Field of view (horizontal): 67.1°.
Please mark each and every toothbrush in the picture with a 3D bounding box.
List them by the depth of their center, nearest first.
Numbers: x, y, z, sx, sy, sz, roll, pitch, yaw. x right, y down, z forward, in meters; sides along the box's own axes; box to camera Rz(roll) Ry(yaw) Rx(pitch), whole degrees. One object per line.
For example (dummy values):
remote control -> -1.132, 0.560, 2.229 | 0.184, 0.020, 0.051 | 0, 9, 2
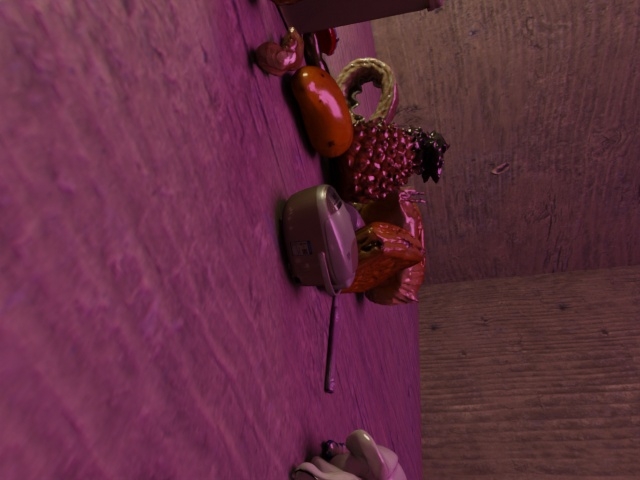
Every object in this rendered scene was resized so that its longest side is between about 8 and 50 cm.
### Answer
toothbrush -> 0.039, 0.188, 1.134 | 0.024, 0.029, 0.354 | 50, 33, -37

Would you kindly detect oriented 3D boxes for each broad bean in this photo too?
broad bean -> 0.002, -0.433, 1.253 | 0.254, 0.046, 0.065 | 65, 24, -48

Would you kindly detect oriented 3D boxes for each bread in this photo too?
bread -> 0.109, 0.039, 1.110 | 0.235, 0.210, 0.099 | 11, 52, -56
bread -> 0.203, 0.005, 1.492 | 0.183, 0.236, 0.388 | -2, 94, -59

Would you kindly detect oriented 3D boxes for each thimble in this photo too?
thimble -> 0.142, -0.428, 1.480 | 0.148, 0.196, 0.229 | -10, 92, -76

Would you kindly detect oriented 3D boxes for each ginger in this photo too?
ginger -> -0.065, -0.360, 0.923 | 0.288, 0.075, 0.089 | -74, -179, -67

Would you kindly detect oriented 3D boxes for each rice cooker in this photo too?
rice cooker -> 0.000, 0.000, 0.899 | 0.145, 0.127, 0.206 | -56, 140, -66

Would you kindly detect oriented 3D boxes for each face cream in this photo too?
face cream -> 0.052, -0.034, 1.144 | 0.251, 0.101, 0.101 | 51, 35, -63

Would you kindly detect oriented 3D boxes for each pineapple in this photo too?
pineapple -> 0.210, -0.226, 1.307 | 0.223, 0.357, 0.223 | 170, -90, -79

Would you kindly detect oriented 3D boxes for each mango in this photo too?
mango -> 0.011, -0.291, 1.087 | 0.262, 0.109, 0.157 | 60, 24, -61

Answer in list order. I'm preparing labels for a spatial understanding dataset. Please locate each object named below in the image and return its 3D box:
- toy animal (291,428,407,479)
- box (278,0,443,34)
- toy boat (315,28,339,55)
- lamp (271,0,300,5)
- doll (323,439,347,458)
toy animal -> 0.071, 0.455, 0.850 | 0.289, 0.174, 0.249 | -47, 129, -69
box -> 0.080, -0.648, 1.066 | 0.177, 0.344, 0.352 | 53, 33, -59
toy boat -> 0.003, -0.562, 1.272 | 0.173, 0.069, 0.058 | 61, 34, -44
lamp -> -0.071, -0.508, 0.815 | 0.185, 0.161, 0.161 | 40, 45, -63
doll -> 0.031, 0.432, 0.993 | 0.125, 0.027, 0.037 | 57, 37, -59
